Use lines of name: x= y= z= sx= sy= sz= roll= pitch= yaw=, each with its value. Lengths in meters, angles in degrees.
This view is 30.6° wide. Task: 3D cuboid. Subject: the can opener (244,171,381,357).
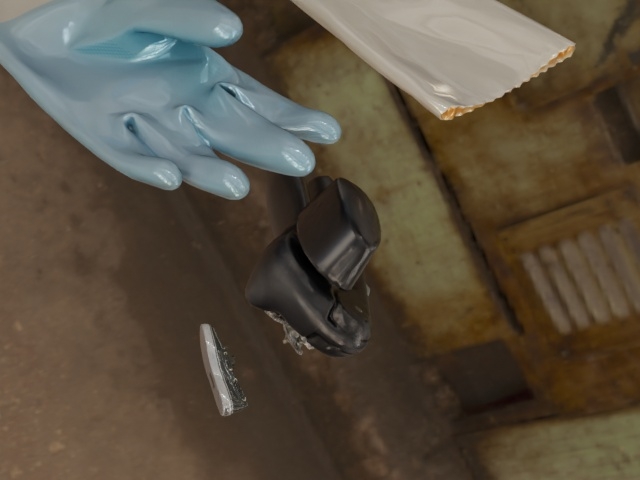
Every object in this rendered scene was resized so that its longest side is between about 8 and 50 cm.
can opener: x=0.000 y=0.000 z=0.569 sx=0.059 sy=0.073 sz=0.186 roll=46 pitch=9 yaw=-16

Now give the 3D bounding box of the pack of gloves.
pack of gloves: x=-0.043 y=-0.114 z=0.464 sx=0.195 sy=0.046 sz=0.232 roll=-30 pitch=55 yaw=-32

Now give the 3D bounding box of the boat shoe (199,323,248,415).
boat shoe: x=-0.138 y=0.181 z=1.653 sx=0.040 sy=0.049 sz=0.142 roll=-9 pitch=62 yaw=-19
